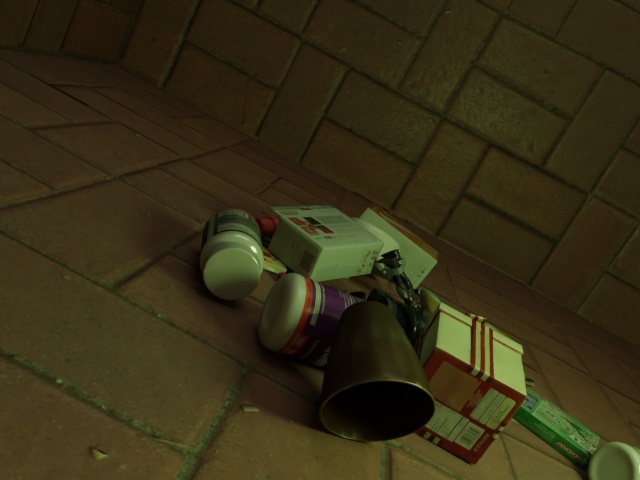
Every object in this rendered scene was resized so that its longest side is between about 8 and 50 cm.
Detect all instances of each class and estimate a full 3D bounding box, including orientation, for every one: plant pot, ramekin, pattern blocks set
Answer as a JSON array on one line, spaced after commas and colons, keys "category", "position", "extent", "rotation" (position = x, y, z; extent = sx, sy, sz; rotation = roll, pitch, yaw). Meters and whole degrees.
[{"category": "plant pot", "position": [0.101, 0.239, 1.173], "extent": [0.215, 0.215, 0.230], "rotation": [22, 39, -22]}, {"category": "ramekin", "position": [0.171, 0.022, 2.192], "extent": [0.273, 0.127, 0.273], "rotation": [31, -7, 4]}, {"category": "pattern blocks set", "position": [-0.180, 0.046, 1.832], "extent": [0.285, 0.026, 0.325], "rotation": [26, 15, -11]}]

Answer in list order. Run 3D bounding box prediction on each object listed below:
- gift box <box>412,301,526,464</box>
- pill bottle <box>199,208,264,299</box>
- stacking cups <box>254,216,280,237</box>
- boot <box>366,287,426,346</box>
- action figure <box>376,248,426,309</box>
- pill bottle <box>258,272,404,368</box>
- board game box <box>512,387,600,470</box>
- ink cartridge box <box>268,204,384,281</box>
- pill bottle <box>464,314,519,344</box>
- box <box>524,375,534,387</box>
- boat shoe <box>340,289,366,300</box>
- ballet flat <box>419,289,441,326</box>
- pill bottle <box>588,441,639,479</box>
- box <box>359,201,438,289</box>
[{"category": "gift box", "position": [0.331, 0.335, 1.385], "extent": [0.276, 0.255, 0.258], "rotation": [32, 23, 1]}, {"category": "pill bottle", "position": [-0.228, 0.033, 1.524], "extent": [0.161, 0.161, 0.283], "rotation": [24, 16, -16]}, {"category": "stacking cups", "position": [-0.132, -0.038, 2.125], "extent": [0.096, 0.096, 0.316], "rotation": [37, 22, 31]}, {"category": "boot", "position": [0.345, 0.304, 1.681], "extent": [0.445, 0.146, 0.367], "rotation": [27, 14, -5]}, {"category": "action figure", "position": [0.286, 0.172, 1.967], "extent": [0.185, 0.099, 0.285], "rotation": [-33, 99, -54]}, {"category": "pill bottle", "position": [0.032, 0.207, 1.369], "extent": [0.323, 0.181, 0.181], "rotation": [23, 16, -20]}, {"category": "board game box", "position": [0.651, 0.516, 1.729], "extent": [0.317, 0.046, 0.213], "rotation": [35, 15, 26]}, {"category": "ink cartridge box", "position": [0.000, 0.000, 1.914], "extent": [0.309, 0.130, 0.272], "rotation": [-4, 34, -47]}, {"category": "pill bottle", "position": [0.557, 0.343, 2.000], "extent": [0.208, 0.117, 0.117], "rotation": [36, 16, 27]}, {"category": "box", "position": [0.437, 0.376, 1.585], "extent": [0.164, 0.201, 0.021], "rotation": [22, 60, -25]}, {"category": "boat shoe", "position": [0.063, 0.178, 1.748], "extent": [0.073, 0.073, 0.207], "rotation": [38, 18, 29]}, {"category": "ballet flat", "position": [0.321, 0.232, 1.540], "extent": [0.232, 0.073, 0.080], "rotation": [50, -18, 11]}, {"category": "pill bottle", "position": [0.829, 0.616, 1.503], "extent": [0.265, 0.153, 0.153], "rotation": [23, 16, -21]}, {"category": "box", "position": [0.291, 0.022, 2.408], "extent": [0.345, 0.168, 0.215], "rotation": [38, 15, 3]}]
